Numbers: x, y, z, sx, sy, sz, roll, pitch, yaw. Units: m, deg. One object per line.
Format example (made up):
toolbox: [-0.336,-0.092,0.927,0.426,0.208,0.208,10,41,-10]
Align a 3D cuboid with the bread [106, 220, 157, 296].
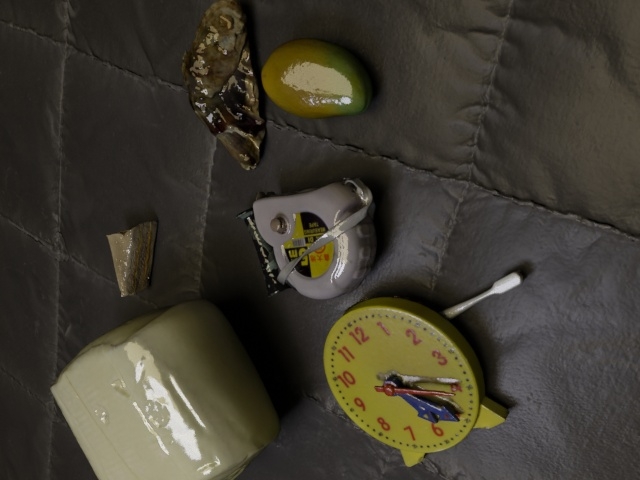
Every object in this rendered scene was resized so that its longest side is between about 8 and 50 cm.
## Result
bread: [-0.397,0.041,1.382,0.105,0.077,0.152,-9,98,37]

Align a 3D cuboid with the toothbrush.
toothbrush: [0.184,0.130,1.023,0.342,0.030,0.025,-36,81,36]

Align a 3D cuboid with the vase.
vase: [-0.102,0.018,1.178,0.059,0.059,0.167,-24,88,37]

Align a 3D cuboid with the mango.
mango: [-0.004,-0.256,1.018,0.194,0.092,0.130,28,115,21]

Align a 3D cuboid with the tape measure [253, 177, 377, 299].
tape measure: [0.000,0.000,1.062,0.236,0.120,0.197,-6,93,41]

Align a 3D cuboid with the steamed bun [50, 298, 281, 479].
steamed bun: [-0.287,0.324,1.252,0.455,0.290,0.371,-30,90,39]

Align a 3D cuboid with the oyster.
oyster: [-0.168,-0.268,1.136,0.166,0.094,0.295,-16,99,28]

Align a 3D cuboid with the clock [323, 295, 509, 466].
clock: [0.129,0.233,1.038,0.293,0.071,0.277,46,127,8]
